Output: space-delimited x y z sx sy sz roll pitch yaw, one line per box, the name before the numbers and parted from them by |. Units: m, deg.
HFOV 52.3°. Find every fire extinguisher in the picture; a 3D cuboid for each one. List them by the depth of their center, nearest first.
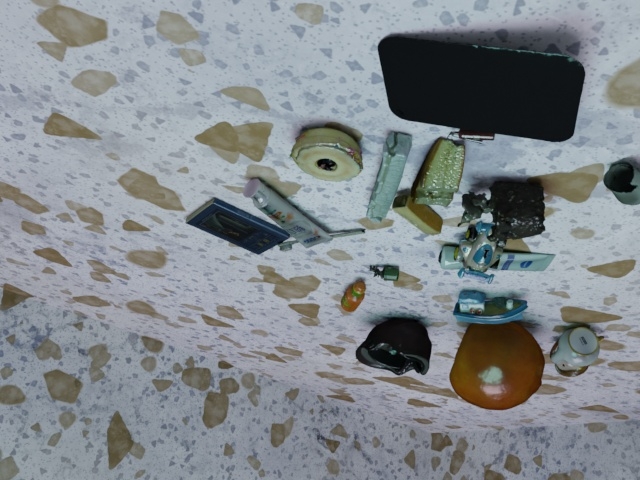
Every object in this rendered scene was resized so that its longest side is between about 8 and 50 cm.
fire extinguisher | 0.323 -0.226 1.403 0.100 0.032 0.046 5 -172 11

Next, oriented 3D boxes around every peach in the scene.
peach | 0.630 0.442 2.299 0.302 0.342 0.342 23 157 16

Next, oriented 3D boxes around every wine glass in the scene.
wine glass | 0.708 -0.101 1.444 0.195 0.079 0.079 27 149 -32

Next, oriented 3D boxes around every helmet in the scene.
helmet | 0.289 0.392 2.489 0.305 0.177 0.225 -1 147 38

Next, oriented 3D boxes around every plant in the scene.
plant | 0.430 -0.070 1.551 0.203 0.131 0.142 1 156 21
plant | 0.199 0.103 2.080 0.102 0.051 0.051 8 154 17

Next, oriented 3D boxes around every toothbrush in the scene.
toothbrush | 0.000 -0.006 1.947 0.294 0.028 0.026 -13 164 25

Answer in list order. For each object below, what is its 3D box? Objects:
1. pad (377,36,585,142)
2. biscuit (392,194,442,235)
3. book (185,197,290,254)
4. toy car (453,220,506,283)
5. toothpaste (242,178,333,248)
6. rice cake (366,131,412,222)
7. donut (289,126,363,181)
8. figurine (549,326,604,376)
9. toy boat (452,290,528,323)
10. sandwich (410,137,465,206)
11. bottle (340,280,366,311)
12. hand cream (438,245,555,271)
pad | 0.298 -0.321 1.220 0.375 0.063 0.315 13 157 19
biscuit | 0.255 -0.065 1.710 0.056 0.052 0.188 0 158 41
book | -0.253 -0.038 1.990 0.269 0.025 0.191 26 150 -28
toy car | 0.443 0.035 1.770 0.126 0.098 0.161 12 137 -4
toothpaste | -0.092 -0.064 1.827 0.100 0.066 0.323 -20 141 29
rice cake | 0.161 -0.142 1.583 0.063 0.066 0.336 18 154 5
donut | 0.018 -0.201 1.515 0.175 0.068 0.174 9 157 4
figurine | 0.905 0.398 2.312 0.190 0.142 0.263 -16 152 1
toy boat | 0.554 0.212 2.127 0.238 0.109 0.098 -1 118 21
sandwich | 0.272 -0.135 1.525 0.090 0.088 0.244 11 154 -1
bottle | 0.120 0.188 2.264 0.069 0.069 0.187 13 152 -5
hand cream | 0.502 0.055 1.886 0.321 0.067 0.109 2 153 1
